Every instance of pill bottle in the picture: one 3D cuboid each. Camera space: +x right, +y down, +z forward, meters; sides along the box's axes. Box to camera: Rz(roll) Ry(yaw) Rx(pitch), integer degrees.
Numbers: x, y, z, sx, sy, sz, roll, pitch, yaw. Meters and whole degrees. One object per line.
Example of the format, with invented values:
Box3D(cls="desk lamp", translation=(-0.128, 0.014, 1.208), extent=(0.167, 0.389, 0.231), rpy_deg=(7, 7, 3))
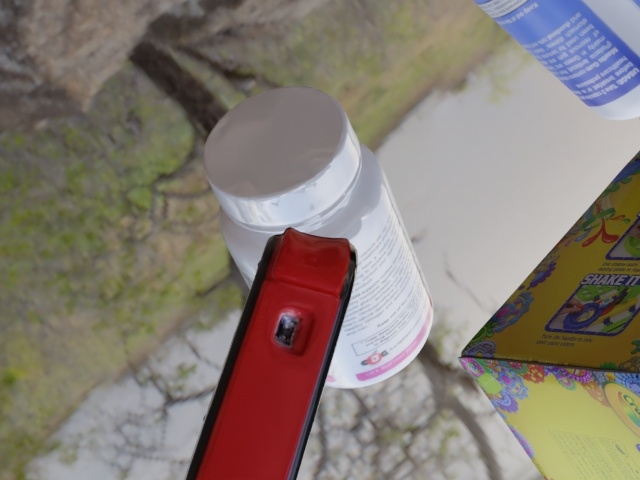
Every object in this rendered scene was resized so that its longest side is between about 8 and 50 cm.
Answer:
Box3D(cls="pill bottle", translation=(0.000, 0.000, 1.302), extent=(0.160, 0.160, 0.283), rpy_deg=(-36, 138, -11))
Box3D(cls="pill bottle", translation=(0.247, -0.199, 1.173), extent=(0.152, 0.272, 0.152), rpy_deg=(-46, -166, 15))

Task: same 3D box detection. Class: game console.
Box3D(cls="game console", translation=(-0.076, 0.208, 0.852), extent=(0.342, 0.060, 0.386), rpy_deg=(113, -4, -60))

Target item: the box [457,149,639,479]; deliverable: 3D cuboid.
Box3D(cls="box", translation=(0.299, 0.095, 0.941), extent=(0.279, 0.290, 0.177), rpy_deg=(-46, -158, -24))
